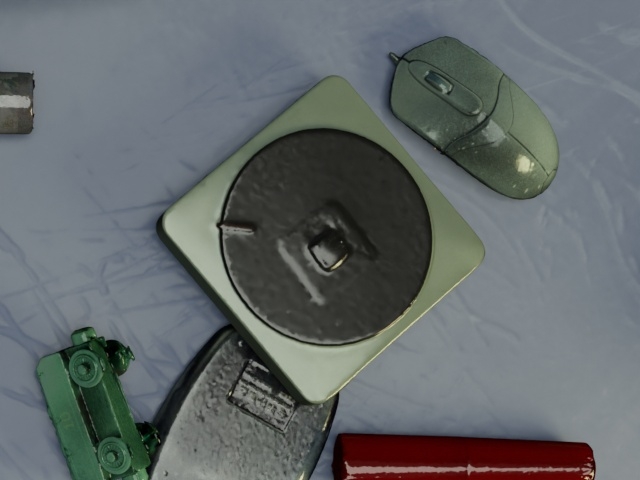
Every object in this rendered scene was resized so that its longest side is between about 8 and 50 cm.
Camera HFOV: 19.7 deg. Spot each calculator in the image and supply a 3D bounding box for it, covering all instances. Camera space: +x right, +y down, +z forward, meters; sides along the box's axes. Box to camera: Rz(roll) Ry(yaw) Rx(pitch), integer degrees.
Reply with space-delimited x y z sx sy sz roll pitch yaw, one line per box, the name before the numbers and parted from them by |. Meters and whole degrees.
calculator | -0.089 0.215 1.935 0.177 0.040 0.268 30 77 -11

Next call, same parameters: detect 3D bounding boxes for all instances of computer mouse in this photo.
computer mouse | 0.168 -0.134 1.985 0.229 0.068 0.113 38 79 -8

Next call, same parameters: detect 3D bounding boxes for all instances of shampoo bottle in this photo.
shampoo bottle | -0.399 -0.141 1.869 0.214 0.072 0.072 0 87 -12

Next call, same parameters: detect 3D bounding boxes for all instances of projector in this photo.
projector | 0.000 0.000 1.935 0.257 0.079 0.259 -41 93 -15

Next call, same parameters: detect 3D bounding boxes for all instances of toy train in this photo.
toy train | -0.231 0.176 1.879 0.099 0.070 0.172 -19 90 26

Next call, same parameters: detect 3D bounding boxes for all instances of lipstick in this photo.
lipstick | 0.154 0.243 1.964 0.279 0.073 0.073 3 87 -11
